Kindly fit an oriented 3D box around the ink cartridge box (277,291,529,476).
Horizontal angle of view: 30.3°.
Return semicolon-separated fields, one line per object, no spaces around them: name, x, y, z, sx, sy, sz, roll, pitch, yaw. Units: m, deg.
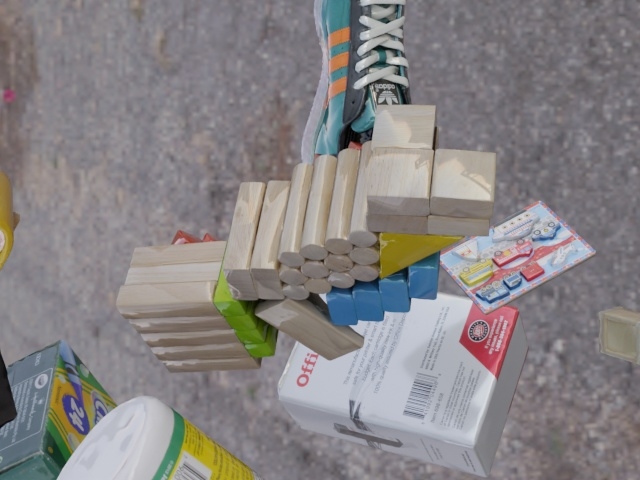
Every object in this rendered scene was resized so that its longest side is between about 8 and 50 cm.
ink cartridge box;0.109;0.169;1.542;0.197;0.273;0.114;-67;-26;-25

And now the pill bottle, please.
pill bottle;-0.075;0.210;0.815;0.117;0.208;0.117;-41;22;21

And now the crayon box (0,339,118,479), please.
crayon box;-0.245;0.296;1.351;0.323;0.083;0.203;59;-169;-29

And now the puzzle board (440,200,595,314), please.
puzzle board;0.190;0.013;1.164;0.096;0.128;0.011;52;164;45

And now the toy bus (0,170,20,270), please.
toy bus;-0.324;-0.026;1.058;0.191;0.104;0.202;-27;43;54

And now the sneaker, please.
sneaker;0.057;-0.182;1.283;0.121;0.108;0.302;40;129;53

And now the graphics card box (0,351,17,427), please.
graphics card box;-0.208;-0.014;0.277;0.371;0.094;0.233;-29;-75;-81

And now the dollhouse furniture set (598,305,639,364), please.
dollhouse furniture set;0.352;0.035;1.061;0.182;0.101;0.161;16;112;56

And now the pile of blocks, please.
pile of blocks;0.000;0.000;0.909;0.362;0.149;0.113;-23;43;37
